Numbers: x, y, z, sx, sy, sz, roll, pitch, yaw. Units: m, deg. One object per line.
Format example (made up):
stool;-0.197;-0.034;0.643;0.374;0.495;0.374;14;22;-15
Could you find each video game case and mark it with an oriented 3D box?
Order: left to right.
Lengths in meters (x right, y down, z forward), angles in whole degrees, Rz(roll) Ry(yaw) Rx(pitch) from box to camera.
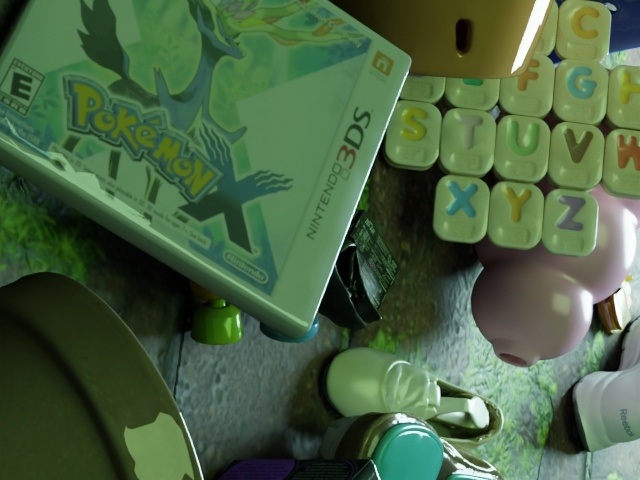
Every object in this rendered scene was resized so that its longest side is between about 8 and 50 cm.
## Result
video game case;-0.100;-0.122;1.527;0.329;0.036;0.300;32;58;-18

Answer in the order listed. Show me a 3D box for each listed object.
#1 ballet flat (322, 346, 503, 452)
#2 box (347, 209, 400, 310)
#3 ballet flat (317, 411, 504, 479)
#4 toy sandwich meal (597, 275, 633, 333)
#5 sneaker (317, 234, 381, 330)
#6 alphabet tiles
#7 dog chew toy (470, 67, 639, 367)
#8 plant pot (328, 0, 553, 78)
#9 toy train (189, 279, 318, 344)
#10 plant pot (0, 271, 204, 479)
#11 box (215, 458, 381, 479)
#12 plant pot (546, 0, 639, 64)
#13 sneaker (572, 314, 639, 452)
ballet flat;0.103;0.161;1.840;0.248;0.086;0.086;26;66;-49
box;0.043;0.021;1.827;0.083;0.018;0.067;57;45;-33
ballet flat;0.073;0.220;1.755;0.342;0.124;0.116;27;86;-59
toy sandwich meal;0.365;0.076;2.242;0.085;0.029;0.085;8;81;-53
sneaker;-0.002;0.000;1.710;0.051;0.089;0.170;-22;105;-52
alphabet tiles;0.210;-0.126;1.891;0.021;0.284;0.278;106;-9;-76
dog chew toy;0.260;-0.021;1.981;0.206;0.206;0.332;39;64;-44
plant pot;0.110;-0.271;1.757;0.291;0.291;0.203;-12;113;-53
toy train;-0.094;0.027;1.597;0.248;0.105;0.143;-8;111;-37
plant pot;-0.241;0.183;1.274;0.229;0.263;0.263;-25;107;-33
box;-0.009;0.340;1.603;0.143;0.165;0.270;-43;120;-47
plant pot;0.348;-0.367;2.104;0.212;0.236;0.236;57;46;-25
sneaker;0.419;0.169;2.223;0.297;0.129;0.111;-41;117;-49
